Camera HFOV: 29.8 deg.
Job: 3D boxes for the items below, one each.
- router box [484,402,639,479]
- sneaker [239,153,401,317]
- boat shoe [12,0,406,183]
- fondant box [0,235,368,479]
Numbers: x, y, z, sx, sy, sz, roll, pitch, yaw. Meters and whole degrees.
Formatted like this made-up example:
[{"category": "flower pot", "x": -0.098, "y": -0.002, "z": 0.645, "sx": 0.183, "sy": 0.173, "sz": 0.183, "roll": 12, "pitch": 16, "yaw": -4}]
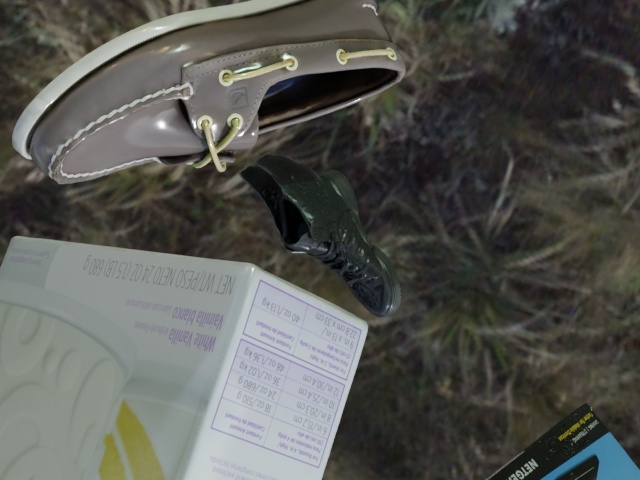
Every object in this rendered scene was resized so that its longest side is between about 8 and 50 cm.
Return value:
[{"category": "router box", "x": 0.206, "y": 0.223, "z": 0.974, "sx": 0.133, "sy": 0.179, "sz": 0.046, "roll": 53, "pitch": 128, "yaw": 12}, {"category": "sneaker", "x": 0.002, "y": -0.001, "z": 1.054, "sx": 0.051, "sy": 0.089, "sz": 0.170, "roll": -28, "pitch": 86, "yaw": 44}, {"category": "boat shoe", "x": -0.072, "y": -0.112, "z": 0.910, "sx": 0.097, "sy": 0.324, "sz": 0.116, "roll": 54, "pitch": 145, "yaw": 12}, {"category": "fondant box", "x": -0.132, "y": 0.170, "z": 0.659, "sx": 0.238, "sy": 0.330, "sz": 0.096, "roll": 5, "pitch": 163, "yaw": 47}]
